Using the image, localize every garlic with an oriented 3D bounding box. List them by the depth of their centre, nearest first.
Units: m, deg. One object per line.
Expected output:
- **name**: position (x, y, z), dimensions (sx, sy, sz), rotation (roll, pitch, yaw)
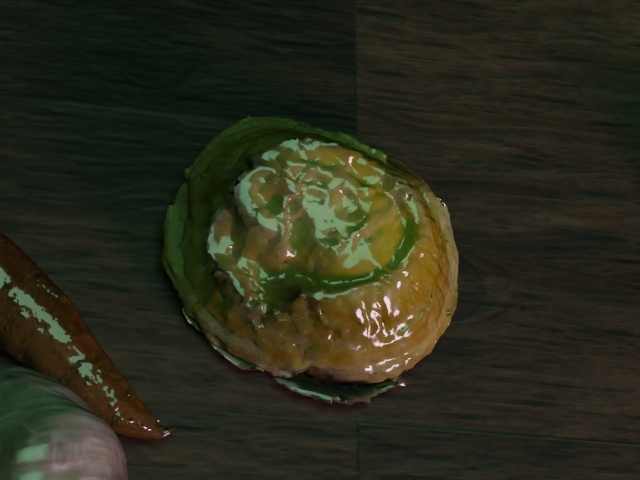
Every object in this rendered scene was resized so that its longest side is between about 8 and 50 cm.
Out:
- **garlic**: position (-0.178, 0.188, 1.113), dimensions (0.212, 0.219, 0.218), rotation (12, 58, -41)

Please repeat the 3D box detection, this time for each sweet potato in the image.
- **sweet potato**: position (-0.228, 0.038, 1.220), dimensions (0.314, 0.066, 0.072), rotation (37, 102, 4)

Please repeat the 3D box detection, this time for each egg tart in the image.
- **egg tart**: position (0.000, 0.000, 1.283), dimensions (0.232, 0.098, 0.252), rotation (-28, 78, -20)
